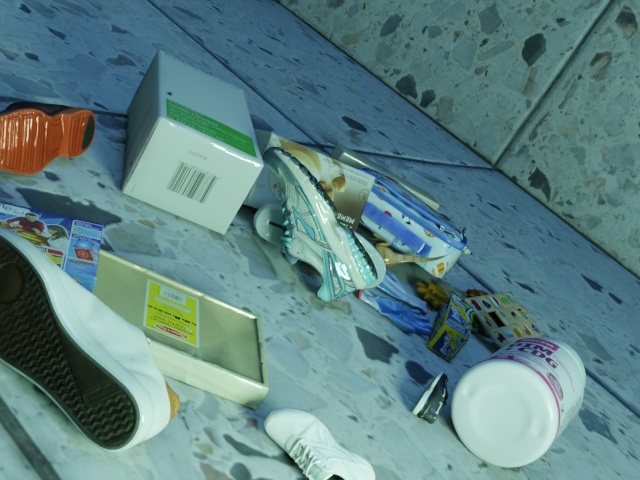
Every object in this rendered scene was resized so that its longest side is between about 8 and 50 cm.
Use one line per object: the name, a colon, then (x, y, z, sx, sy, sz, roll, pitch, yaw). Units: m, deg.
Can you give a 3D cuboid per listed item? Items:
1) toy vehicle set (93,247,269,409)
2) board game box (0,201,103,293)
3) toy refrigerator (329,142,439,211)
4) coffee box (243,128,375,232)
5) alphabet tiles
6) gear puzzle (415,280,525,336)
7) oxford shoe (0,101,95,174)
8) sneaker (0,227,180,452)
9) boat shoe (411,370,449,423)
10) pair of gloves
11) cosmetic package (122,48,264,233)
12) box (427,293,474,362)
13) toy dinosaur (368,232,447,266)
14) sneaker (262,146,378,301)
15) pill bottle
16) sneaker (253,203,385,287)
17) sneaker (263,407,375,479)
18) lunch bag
toy vehicle set: (-0.193, 0.105, 1.062, 0.266, 0.035, 0.166, 26, 22, -19)
board game box: (-0.363, 0.003, 0.987, 0.201, 0.035, 0.136, 13, 26, -16)
toy refrigerator: (0.139, -0.120, 1.995, 0.269, 0.094, 0.102, 28, 14, -16)
coffee box: (-0.035, -0.103, 1.597, 0.246, 0.141, 0.098, 21, 1, -32)
alphabet tiles: (0.410, 0.203, 1.696, 0.198, 0.009, 0.237, -2, 51, -51)
gear puzzle: (0.328, 0.135, 1.751, 0.338, 0.044, 0.175, 20, 24, -32)
oxford shoe: (-0.445, -0.158, 1.246, 0.098, 0.097, 0.271, 16, 13, 12)
sneaker: (-0.265, 0.102, 0.895, 0.290, 0.106, 0.123, 47, 14, 14)
boat shoe: (0.177, 0.241, 1.286, 0.038, 0.046, 0.125, 36, 23, 10)
pair of gloves: (0.140, 0.107, 1.572, 0.159, 0.023, 0.198, 31, 21, -6)
cosmetic package: (-0.236, -0.186, 1.497, 0.196, 0.155, 0.366, 22, 24, -23)
box: (0.243, 0.159, 1.550, 0.054, 0.059, 0.169, 35, 20, 3)
toy dinosaur: (0.135, 0.034, 1.651, 0.211, 0.064, 0.112, 1, 19, -1)
sneaker: (-0.027, -0.023, 1.388, 0.283, 0.122, 0.110, 56, 5, 0)
pill bottle: (0.328, 0.243, 1.338, 0.160, 0.160, 0.283, 40, 21, 20)
sneaker: (0.000, 0.000, 1.498, 0.258, 0.094, 0.091, 29, 7, -12)
sneaker: (-0.004, 0.252, 0.981, 0.152, 0.054, 0.061, 35, 23, 5)
lunch bag: (0.180, -0.039, 1.784, 0.303, 0.115, 0.243, 35, 10, 10)
